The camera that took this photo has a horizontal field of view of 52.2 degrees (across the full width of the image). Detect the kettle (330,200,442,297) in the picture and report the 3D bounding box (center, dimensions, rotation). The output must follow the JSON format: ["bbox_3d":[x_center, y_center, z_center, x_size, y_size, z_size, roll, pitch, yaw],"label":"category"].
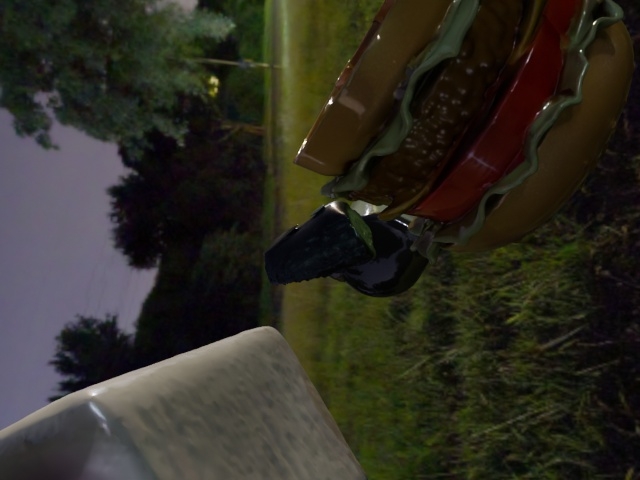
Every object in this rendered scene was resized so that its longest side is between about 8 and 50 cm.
[{"bbox_3d":[0.138,-0.016,1.126,0.255,0.240,0.165,-52,-58,-73],"label":"kettle"}]

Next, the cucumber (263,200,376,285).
[{"bbox_3d":[0.000,0.000,0.919,0.193,0.086,0.115,-27,20,40],"label":"cucumber"}]

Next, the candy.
[{"bbox_3d":[-0.088,0.188,0.497,0.208,0.145,0.358,56,-170,9],"label":"candy"}]

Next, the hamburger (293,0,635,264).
[{"bbox_3d":[0.127,-0.116,0.543,0.274,0.212,0.274,-58,8,12],"label":"hamburger"}]
